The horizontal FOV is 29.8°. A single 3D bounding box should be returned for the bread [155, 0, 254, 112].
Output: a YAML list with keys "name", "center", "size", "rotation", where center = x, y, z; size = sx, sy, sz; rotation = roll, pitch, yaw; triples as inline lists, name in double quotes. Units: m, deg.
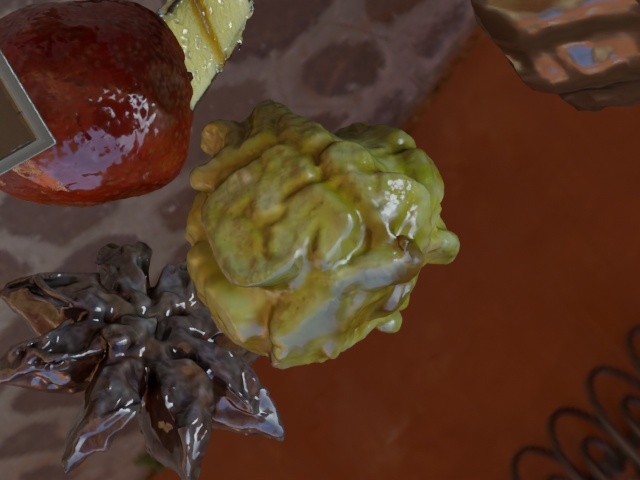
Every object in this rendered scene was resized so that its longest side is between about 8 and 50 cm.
- name: "bread"
  center: [-0.206, -0.339, 1.887]
  size: [0.178, 0.142, 0.266]
  rotation: [52, 52, -34]

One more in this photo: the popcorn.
- name: "popcorn"
  center: [-0.001, -0.001, 0.844]
  size: [0.187, 0.167, 0.185]
  rotation: [-2, 127, -9]

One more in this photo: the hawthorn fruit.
- name: "hawthorn fruit"
  center: [-0.244, -0.126, 1.110]
  size: [0.253, 0.205, 0.205]
  rotation: [-5, 140, -21]

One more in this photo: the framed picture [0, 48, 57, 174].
- name: "framed picture"
  center: [-0.305, -0.086, 0.862]
  size: [0.183, 0.142, 0.011]
  rotation: [-31, -168, -6]

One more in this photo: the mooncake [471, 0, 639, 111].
- name: "mooncake"
  center: [0.219, -0.241, 0.705]
  size: [0.324, 0.324, 0.187]
  rotation: [-13, -173, -41]

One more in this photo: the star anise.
- name: "star anise"
  center: [-0.176, 0.113, 1.231]
  size: [0.331, 0.332, 0.118]
  rotation: [-18, 145, -36]
